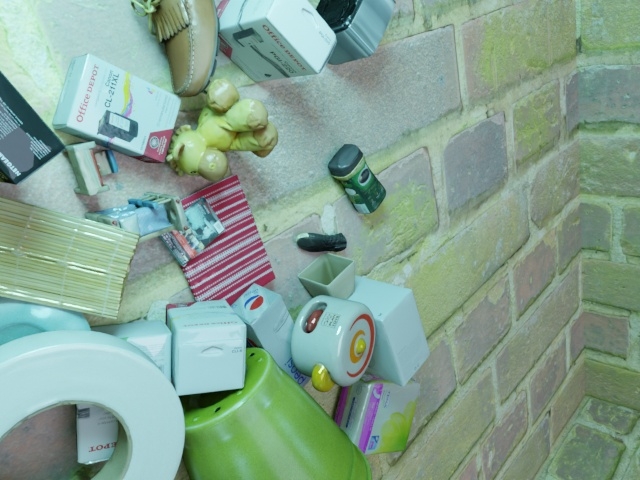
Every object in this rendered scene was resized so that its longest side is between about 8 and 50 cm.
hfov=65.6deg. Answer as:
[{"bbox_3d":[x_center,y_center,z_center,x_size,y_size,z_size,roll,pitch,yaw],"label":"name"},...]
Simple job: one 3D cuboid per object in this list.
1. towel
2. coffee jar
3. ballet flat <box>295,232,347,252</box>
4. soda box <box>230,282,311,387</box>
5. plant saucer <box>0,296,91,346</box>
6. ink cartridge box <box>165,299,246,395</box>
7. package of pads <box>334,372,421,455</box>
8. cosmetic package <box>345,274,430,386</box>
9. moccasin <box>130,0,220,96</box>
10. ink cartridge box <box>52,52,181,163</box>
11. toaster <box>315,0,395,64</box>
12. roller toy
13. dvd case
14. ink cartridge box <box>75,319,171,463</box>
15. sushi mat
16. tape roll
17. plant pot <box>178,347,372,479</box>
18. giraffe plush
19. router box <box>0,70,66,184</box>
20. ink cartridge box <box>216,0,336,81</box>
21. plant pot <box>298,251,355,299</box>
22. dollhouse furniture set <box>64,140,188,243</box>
[{"bbox_3d":[-0.215,0.018,1.074,0.198,0.031,0.275,-33,117,-33],"label":"towel"},{"bbox_3d":[0.096,-0.162,1.308,0.096,0.079,0.184,-53,130,-19],"label":"coffee jar"},{"bbox_3d":[0.000,0.000,1.277,0.173,0.057,0.049,7,52,-46],"label":"ballet flat"},{"bbox_3d":[-0.106,0.238,1.152,0.098,0.091,0.287,-45,133,-29],"label":"soda box"},{"bbox_3d":[-0.468,0.175,0.787,0.194,0.037,0.195,-2,99,-13],"label":"plant saucer"},{"bbox_3d":[-0.228,0.202,0.968,0.128,0.176,0.128,0,98,-23],"label":"ink cartridge box"},{"bbox_3d":[0.168,0.511,1.488,0.296,0.101,0.230,19,86,-45],"label":"package of pads"},{"bbox_3d":[0.145,0.230,1.325,0.138,0.223,0.225,-40,123,-31],"label":"cosmetic package"},{"bbox_3d":[-0.266,-0.445,0.862,0.146,0.139,0.381,-15,107,-41],"label":"moccasin"},{"bbox_3d":[-0.350,-0.223,0.867,0.175,0.072,0.128,18,86,-45],"label":"ink cartridge box"},{"bbox_3d":[0.070,-0.515,1.146,0.110,0.185,0.168,31,75,-38],"label":"toaster"},{"bbox_3d":[0.036,0.229,1.139,0.209,0.146,0.191,-7,102,-57],"label":"roller toy"},{"bbox_3d":[-0.258,-0.019,1.002,0.119,0.013,0.087,-45,123,-25],"label":"dvd case"},{"bbox_3d":[-0.362,0.270,0.911,0.160,0.092,0.220,-1,99,-29],"label":"ink cartridge box"},{"bbox_3d":[-0.452,0.017,0.755,0.316,0.019,0.152,17,99,-22],"label":"sushi mat"},{"bbox_3d":[-0.409,0.334,0.774,0.391,0.072,0.393,-8,105,-34],"label":"tape roll"},{"bbox_3d":[-0.129,0.432,1.046,0.366,0.366,0.353,-38,110,-33],"label":"plant pot"},{"bbox_3d":[-0.207,-0.190,0.944,0.171,0.210,0.181,-55,154,-16],"label":"giraffe plush"},{"bbox_3d":[-0.489,-0.216,0.615,0.081,0.242,0.309,-49,127,-26],"label":"router box"},{"bbox_3d":[-0.100,-0.401,0.976,0.158,0.217,0.092,35,73,-42],"label":"ink cartridge box"},{"bbox_3d":[0.027,0.108,1.273,0.109,0.108,0.096,-41,127,-31],"label":"plant pot"},{"bbox_3d":[-0.337,-0.088,0.864,0.129,0.128,0.184,-27,116,-38],"label":"dollhouse furniture set"}]
